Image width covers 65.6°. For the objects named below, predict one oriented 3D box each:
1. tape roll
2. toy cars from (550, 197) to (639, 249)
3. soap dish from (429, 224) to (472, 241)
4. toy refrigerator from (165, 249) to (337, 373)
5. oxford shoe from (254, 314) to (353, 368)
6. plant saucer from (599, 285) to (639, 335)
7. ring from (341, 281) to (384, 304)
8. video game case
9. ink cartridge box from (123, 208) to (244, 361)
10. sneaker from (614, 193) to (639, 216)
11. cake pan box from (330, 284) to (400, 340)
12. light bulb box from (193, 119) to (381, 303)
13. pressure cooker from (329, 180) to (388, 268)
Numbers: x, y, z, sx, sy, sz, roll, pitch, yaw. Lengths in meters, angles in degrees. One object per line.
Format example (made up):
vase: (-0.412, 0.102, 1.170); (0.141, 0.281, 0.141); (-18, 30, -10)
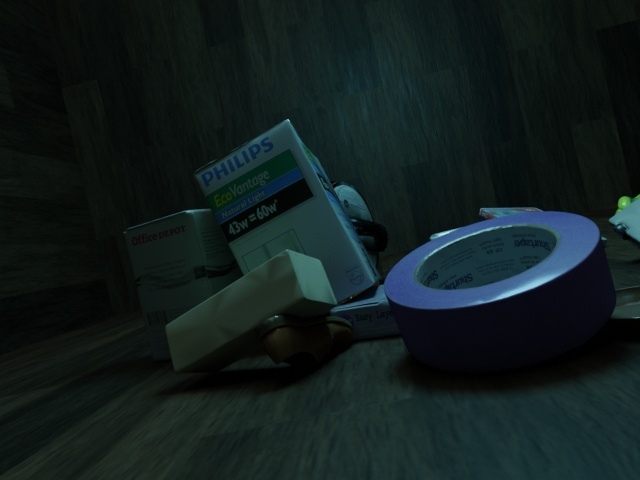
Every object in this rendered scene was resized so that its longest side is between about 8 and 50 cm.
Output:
tape roll: (0.227, 0.057, 0.658); (0.274, 0.090, 0.275); (-21, 13, 5)
toy cars: (0.602, 0.004, 1.043); (0.176, 0.087, 0.393); (-53, 20, -23)
soap dish: (0.503, 0.011, 1.617); (0.290, 0.118, 0.229); (-12, 1, 15)
toy refrigerator: (-0.118, 0.119, 0.807); (0.269, 0.094, 0.102); (-33, -26, 22)
oxford shoe: (-0.013, 0.164, 0.778); (0.076, 0.076, 0.212); (-40, -29, 28)
plant saucer: (0.402, 0.085, 0.611); (0.168, 0.029, 0.168); (-14, 0, 0)
ring: (0.216, 0.123, 1.344); (0.336, 0.032, 0.336); (-12, 0, 0)
video game case: (0.615, -0.040, 1.397); (0.203, 0.025, 0.285); (-2, 21, -17)
ink cartridge box: (-0.293, 0.099, 1.121); (0.223, 0.308, 0.129); (-12, 1, 31)
sneaker: (0.999, -0.080, 1.513); (0.295, 0.110, 0.123); (-9, 23, -42)
cake pan box: (0.175, 0.117, 0.940); (0.266, 0.070, 0.245); (-13, -2, 23)
light bulb box: (-0.049, -0.018, 1.102); (0.225, 0.361, 0.358); (-28, -7, 6)
pressure cooker: (0.001, 0.006, 1.600); (0.420, 0.376, 0.370); (-12, 29, 34)
